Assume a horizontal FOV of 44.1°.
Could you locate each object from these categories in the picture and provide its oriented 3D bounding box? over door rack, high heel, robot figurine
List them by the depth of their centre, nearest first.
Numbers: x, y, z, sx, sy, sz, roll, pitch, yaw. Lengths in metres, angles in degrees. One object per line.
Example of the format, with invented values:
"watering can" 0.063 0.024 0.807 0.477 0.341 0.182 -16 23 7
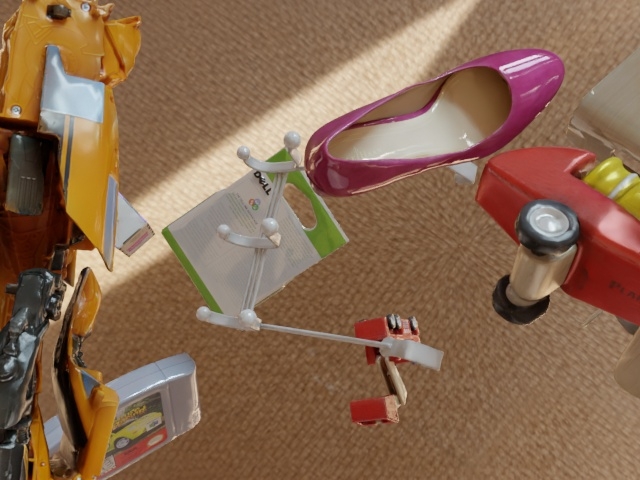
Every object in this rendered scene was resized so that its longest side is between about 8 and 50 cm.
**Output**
"robot figurine" -0.163 0.019 0.455 0.085 0.211 0.291 6 82 -25
"high heel" 0.098 -0.103 0.625 0.244 0.117 0.082 -20 86 -5
"over door rack" 0.000 0.000 0.924 0.324 0.108 0.240 5 77 35

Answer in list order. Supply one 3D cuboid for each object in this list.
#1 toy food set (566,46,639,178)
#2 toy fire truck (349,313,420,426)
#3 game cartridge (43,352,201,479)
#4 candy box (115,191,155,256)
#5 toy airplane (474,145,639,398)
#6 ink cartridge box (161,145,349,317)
"toy food set" 0.509 -0.180 1.023 0.306 0.092 0.220 -41 57 -5
"toy fire truck" 0.089 0.166 1.025 0.047 0.192 0.135 -14 77 23
"game cartridge" -0.334 0.308 1.317 0.294 0.196 0.060 -28 50 -26
"candy box" -0.378 -0.057 1.396 0.070 0.196 0.165 -44 91 -9
"toy airplane" 0.394 0.017 0.791 0.384 0.386 0.272 51 54 -19
"ink cartridge box" -0.098 -0.009 1.291 0.255 0.097 0.189 -33 91 13
